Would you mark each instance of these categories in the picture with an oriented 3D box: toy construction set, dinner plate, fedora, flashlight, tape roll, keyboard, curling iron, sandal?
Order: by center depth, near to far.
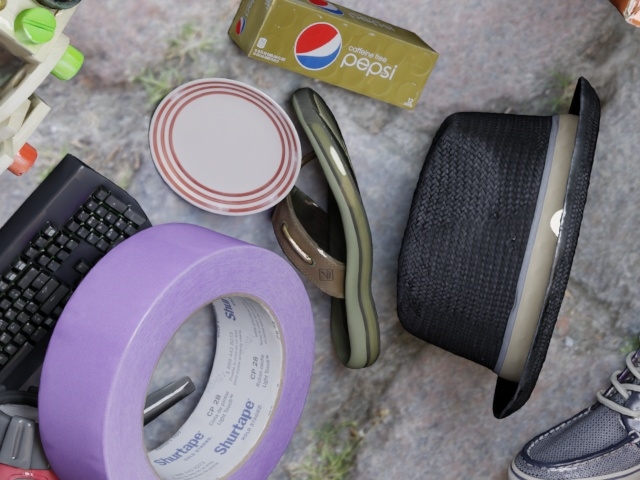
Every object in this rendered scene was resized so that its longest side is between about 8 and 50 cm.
[{"bbox_3d":[-0.310,-0.170,1.371,0.328,0.151,0.215,43,70,-43],"label":"toy construction set"},{"bbox_3d":[-0.085,-0.086,1.572,0.141,0.017,0.141,6,121,10],"label":"dinner plate"},{"bbox_3d":[-0.309,0.051,1.572,0.317,0.033,0.201,-49,125,6],"label":"keyboard"},{"bbox_3d":[-0.126,0.126,1.591,0.275,0.090,0.274,-26,125,-45],"label":"tape roll"},{"bbox_3d":[-0.301,0.289,1.618,0.103,0.103,0.304,-14,123,-63],"label":"flashlight"},{"bbox_3d":[0.000,0.002,1.639,0.086,0.120,0.302,-9,122,-4],"label":"sandal"},{"bbox_3d":[0.156,-0.003,1.649,0.153,0.334,0.334,13,115,3],"label":"fedora"},{"bbox_3d":[-0.239,0.215,1.697,0.274,0.035,0.068,-38,149,-7],"label":"curling iron"}]

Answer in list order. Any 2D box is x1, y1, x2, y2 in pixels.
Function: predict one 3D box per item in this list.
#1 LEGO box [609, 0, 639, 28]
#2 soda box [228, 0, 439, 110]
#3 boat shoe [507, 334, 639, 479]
[{"bbox_3d":[0.394,-0.247,1.381,0.373,0.500,0.193,21,108,-9],"label":"LEGO box"},{"bbox_3d":[0.013,-0.177,1.573,0.181,0.058,0.061,15,110,-31],"label":"soda box"},{"bbox_3d":[0.348,0.164,1.894,0.341,0.127,0.158,-19,118,-23],"label":"boat shoe"}]
